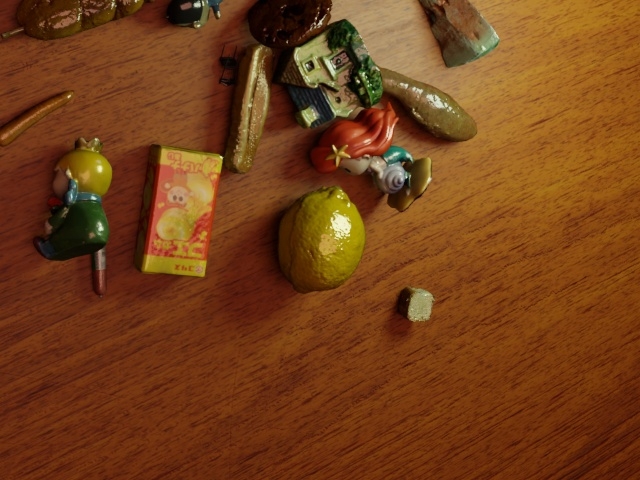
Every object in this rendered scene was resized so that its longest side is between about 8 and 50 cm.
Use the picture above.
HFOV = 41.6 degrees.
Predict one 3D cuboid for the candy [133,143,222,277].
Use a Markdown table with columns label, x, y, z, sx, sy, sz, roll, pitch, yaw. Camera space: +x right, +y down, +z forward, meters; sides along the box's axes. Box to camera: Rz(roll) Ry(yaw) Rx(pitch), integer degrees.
| label | x | y | z | sx | sy | sz | roll | pitch | yaw |
| --- | --- | --- | --- | --- | --- | --- | --- | --- | --- |
| candy | -0.310 | -0.063 | 1.826 | 0.146 | 0.088 | 0.276 | 5 | 97 | -27 |

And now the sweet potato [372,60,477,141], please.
| label | x | y | z | sx | sy | sz | roll | pitch | yaw |
| --- | --- | --- | --- | --- | --- | --- | --- | --- | --- |
| sweet potato | 0.237 | -0.334 | 2.028 | 0.385 | 0.109 | 0.109 | 26 | 88 | -27 |

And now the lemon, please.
| label | x | y | z | sx | sy | sz | roll | pitch | yaw |
| --- | --- | --- | --- | --- | --- | --- | --- | --- | --- |
| lemon | 0.000 | 0.000 | 1.923 | 0.204 | 0.204 | 0.260 | 16 | 92 | -27 |

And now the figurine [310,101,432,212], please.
| label | x | y | z | sx | sy | sz | roll | pitch | yaw |
| --- | --- | --- | --- | --- | --- | --- | --- | --- | --- |
| figurine | 0.122 | -0.206 | 1.970 | 0.257 | 0.181 | 0.208 | 30 | 125 | -25 |

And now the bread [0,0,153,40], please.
| label | x | y | z | sx | sy | sz | roll | pitch | yaw |
| --- | --- | --- | --- | --- | --- | --- | --- | --- | --- |
| bread | -0.474 | -0.473 | 1.677 | 0.344 | 0.084 | 0.124 | -30 | 88 | -18 |

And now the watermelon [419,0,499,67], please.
| label | x | y | z | sx | sy | sz | roll | pitch | yaw |
| --- | --- | --- | --- | --- | --- | --- | --- | --- | --- |
| watermelon | 0.321 | -0.537 | 2.027 | 0.094 | 0.154 | 0.241 | -38 | 100 | -15 |

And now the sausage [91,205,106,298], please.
| label | x | y | z | sx | sy | sz | roll | pitch | yaw |
| --- | --- | --- | --- | --- | --- | --- | --- | --- | --- |
| sausage | -0.473 | 0.015 | 1.794 | 0.029 | 0.029 | 0.223 | -5 | 101 | -25 |

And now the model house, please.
| label | x | y | z | sx | sy | sz | roll | pitch | yaw |
| --- | --- | --- | --- | --- | --- | --- | --- | --- | --- |
| model house | 0.010 | -0.352 | 1.877 | 0.189 | 0.195 | 0.214 | -31 | 109 | -9 |

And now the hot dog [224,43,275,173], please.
| label | x | y | z | sx | sy | sz | roll | pitch | yaw |
| --- | --- | --- | --- | --- | --- | --- | --- | --- | --- |
| hot dog | -0.161 | -0.291 | 1.864 | 0.083 | 0.068 | 0.289 | 6 | 100 | -41 |

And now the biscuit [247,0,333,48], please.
| label | x | y | z | sx | sy | sz | roll | pitch | yaw |
| --- | --- | --- | --- | --- | --- | --- | --- | --- | --- |
| biscuit | -0.066 | -0.493 | 1.822 | 0.192 | 0.192 | 0.049 | -39 | 146 | -14 |

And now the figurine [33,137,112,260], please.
| label | x | y | z | sx | sy | sz | roll | pitch | yaw |
| --- | --- | --- | --- | --- | --- | --- | --- | --- | --- |
| figurine | -0.507 | -0.086 | 1.722 | 0.127 | 0.185 | 0.234 | 1 | 73 | -53 |

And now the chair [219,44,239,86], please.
| label | x | y | z | sx | sy | sz | roll | pitch | yaw |
| --- | --- | --- | --- | --- | --- | --- | --- | --- | --- |
| chair | -0.202 | -0.386 | 1.851 | 0.037 | 0.042 | 0.086 | -3 | 136 | -24 |

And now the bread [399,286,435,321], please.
| label | x | y | z | sx | sy | sz | roll | pitch | yaw |
| --- | --- | --- | --- | --- | --- | --- | --- | --- | --- |
| bread | 0.238 | 0.161 | 2.136 | 0.077 | 0.070 | 0.083 | 8 | 94 | -27 |

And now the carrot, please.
| label | x | y | z | sx | sy | sz | roll | pitch | yaw |
| --- | --- | --- | --- | --- | --- | --- | --- | --- | --- |
| carrot | -0.574 | -0.251 | 1.695 | 0.190 | 0.037 | 0.037 | -39 | 113 | -16 |

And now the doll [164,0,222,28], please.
| label | x | y | z | sx | sy | sz | roll | pitch | yaw |
| --- | --- | --- | --- | --- | --- | --- | --- | --- | --- |
| doll | -0.252 | -0.500 | 1.779 | 0.179 | 0.089 | 0.102 | -32 | 70 | -28 |
